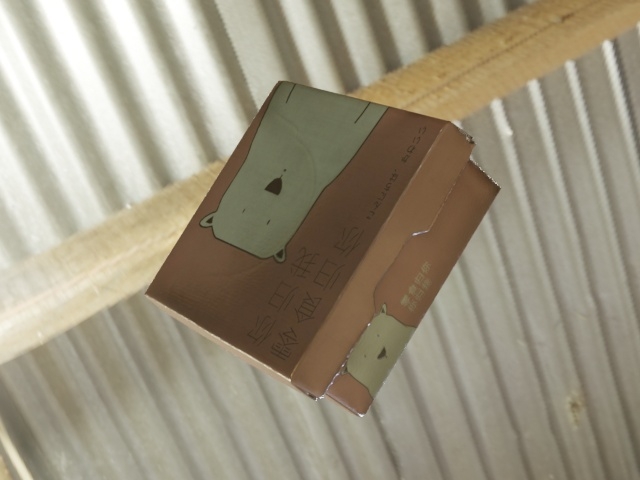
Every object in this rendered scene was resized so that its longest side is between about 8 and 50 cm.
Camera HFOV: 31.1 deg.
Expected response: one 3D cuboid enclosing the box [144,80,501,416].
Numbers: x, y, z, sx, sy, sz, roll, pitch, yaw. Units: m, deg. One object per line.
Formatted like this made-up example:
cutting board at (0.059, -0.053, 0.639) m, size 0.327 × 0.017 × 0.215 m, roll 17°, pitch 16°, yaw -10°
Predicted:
box at (0.000, 0.000, 0.870) m, size 0.086 × 0.215 × 0.215 m, roll 37°, pitch -100°, yaw -39°
